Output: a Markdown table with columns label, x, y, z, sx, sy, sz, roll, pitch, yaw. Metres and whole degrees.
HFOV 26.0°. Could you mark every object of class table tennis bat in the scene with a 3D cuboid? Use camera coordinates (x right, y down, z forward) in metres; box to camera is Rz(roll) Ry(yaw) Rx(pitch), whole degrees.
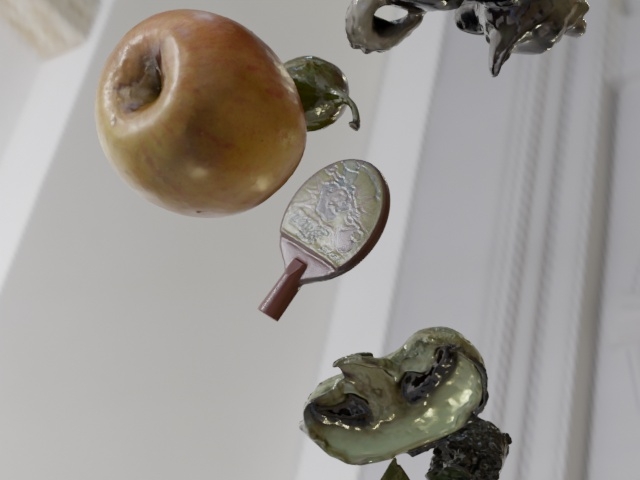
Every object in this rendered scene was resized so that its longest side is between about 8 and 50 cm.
| label | x | y | z | sx | sy | sz | roll | pitch | yaw |
| --- | --- | --- | --- | --- | --- | --- | --- | --- | --- |
| table tennis bat | 0.000 | 0.000 | 2.319 | 0.310 | 0.200 | 0.038 | -55 | -41 | -4 |

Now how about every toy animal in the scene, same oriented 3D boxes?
| label | x | y | z | sx | sy | sz | roll | pitch | yaw |
| --- | --- | --- | --- | --- | --- | --- | --- | --- | --- |
| toy animal | 0.218 | -0.341 | 1.865 | 0.344 | 0.303 | 0.194 | 19 | -150 | -27 |

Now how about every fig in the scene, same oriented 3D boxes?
| label | x | y | z | sx | sy | sz | roll | pitch | yaw |
| --- | --- | --- | --- | --- | --- | --- | --- | --- | --- |
| fig | 0.008 | -0.215 | 2.115 | 0.124 | 0.236 | 0.124 | -8 | -73 | -26 |

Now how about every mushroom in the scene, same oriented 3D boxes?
| label | x | y | z | sx | sy | sz | roll | pitch | yaw |
| --- | --- | --- | --- | --- | --- | --- | --- | --- | --- |
| mushroom | 0.132 | 0.257 | 2.409 | 0.247 | 0.344 | 0.130 | 44 | -156 | -21 |

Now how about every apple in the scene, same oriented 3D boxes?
| label | x | y | z | sx | sy | sz | roll | pitch | yaw |
| --- | --- | --- | --- | --- | --- | --- | --- | --- | --- |
| apple | -0.168 | -0.182 | 2.022 | 0.275 | 0.299 | 0.299 | 14 | -114 | -45 |

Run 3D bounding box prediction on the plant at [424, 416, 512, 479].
| label | x | y | z | sx | sy | sz | roll | pitch | yaw |
| --- | --- | --- | --- | --- | --- | --- | --- | --- | --- |
| plant | 0.264 | 0.409 | 2.518 | 0.203 | 0.131 | 0.142 | -43 | -26 | -48 |

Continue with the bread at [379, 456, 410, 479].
| label | x | y | z | sx | sy | sz | roll | pitch | yaw |
| --- | --- | --- | --- | --- | --- | --- | --- | --- | --- |
| bread | 0.089 | 0.289 | 1.335 | 0.074 | 0.084 | 0.139 | -48 | -31 | -41 |
